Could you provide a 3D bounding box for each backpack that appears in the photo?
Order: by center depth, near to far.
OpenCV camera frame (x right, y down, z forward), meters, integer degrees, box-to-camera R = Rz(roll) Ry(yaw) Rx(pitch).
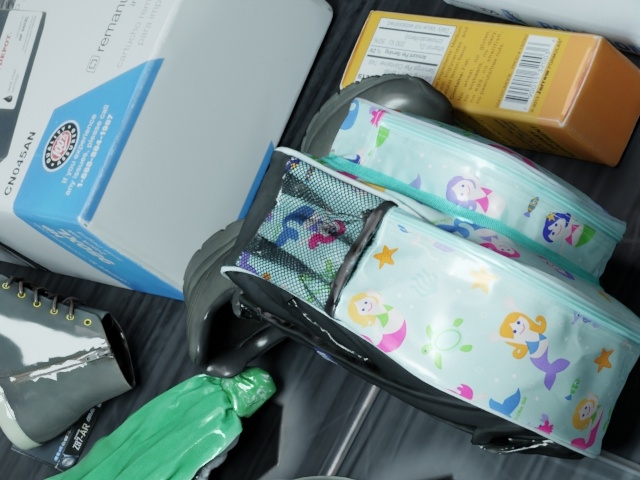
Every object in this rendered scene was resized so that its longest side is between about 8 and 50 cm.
[{"bbox_3d":[0.093,0.033,1.198,0.253,0.225,0.191,34,95,44],"label":"backpack"}]

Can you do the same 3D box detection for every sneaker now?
[{"bbox_3d":[0.000,0.000,1.355,0.286,0.109,0.130,-50,17,26],"label":"sneaker"},{"bbox_3d":[-0.243,0.051,1.523,0.118,0.083,0.222,-28,88,10],"label":"sneaker"}]

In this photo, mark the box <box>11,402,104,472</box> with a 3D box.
[{"bbox_3d":[-0.220,0.150,1.556,0.067,0.018,0.083,15,75,45],"label":"box"}]

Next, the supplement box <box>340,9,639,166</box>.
[{"bbox_3d":[0.126,-0.117,1.368,0.233,0.078,0.080,17,80,47],"label":"supplement box"}]

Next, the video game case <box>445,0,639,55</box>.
[{"bbox_3d":[0.267,-0.298,1.384,0.300,0.036,0.329,24,82,47],"label":"video game case"}]

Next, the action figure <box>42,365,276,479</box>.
[{"bbox_3d":[-0.125,0.175,1.422,0.232,0.063,0.137,-41,43,16],"label":"action figure"}]

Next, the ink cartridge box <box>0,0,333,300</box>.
[{"bbox_3d":[-0.222,-0.127,1.621,0.395,0.166,0.285,9,71,45],"label":"ink cartridge box"}]

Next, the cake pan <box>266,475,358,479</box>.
[{"bbox_3d":[-0.041,0.296,1.278,0.293,0.054,0.293,-22,52,31],"label":"cake pan"}]
